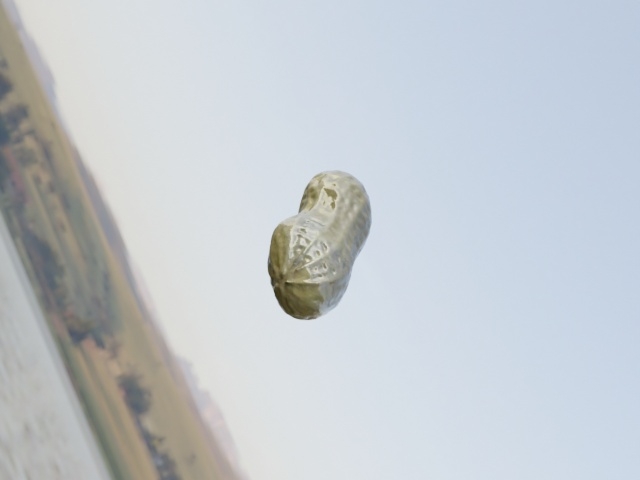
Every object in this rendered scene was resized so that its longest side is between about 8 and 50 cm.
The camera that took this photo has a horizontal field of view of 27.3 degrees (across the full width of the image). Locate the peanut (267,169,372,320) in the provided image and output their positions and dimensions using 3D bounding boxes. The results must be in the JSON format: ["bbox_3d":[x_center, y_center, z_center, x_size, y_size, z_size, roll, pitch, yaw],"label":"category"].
[{"bbox_3d":[0.000,0.000,1.459,0.214,0.098,0.090,-63,175,-47],"label":"peanut"}]
